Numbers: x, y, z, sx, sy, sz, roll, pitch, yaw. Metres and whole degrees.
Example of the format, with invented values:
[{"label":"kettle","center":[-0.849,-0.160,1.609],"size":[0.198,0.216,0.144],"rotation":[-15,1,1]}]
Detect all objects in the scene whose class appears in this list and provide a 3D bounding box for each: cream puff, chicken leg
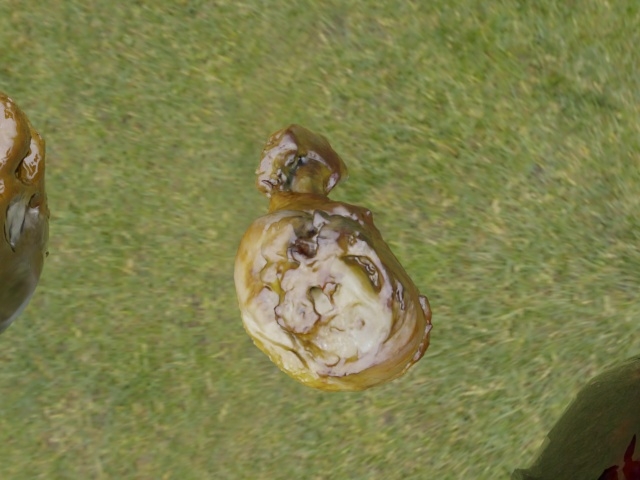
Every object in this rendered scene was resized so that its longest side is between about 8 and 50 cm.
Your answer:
[{"label":"cream puff","center":[-0.298,-0.006,1.064],"size":[0.155,0.269,0.241],"rotation":[27,55,4]},{"label":"chicken leg","center":[-0.003,0.001,0.813],"size":[0.087,0.251,0.107],"rotation":[-39,117,12]}]

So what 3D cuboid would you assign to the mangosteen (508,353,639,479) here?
[{"label":"mangosteen","center":[0.281,0.246,0.846],"size":[0.381,0.381,0.421],"rotation":[15,77,16]}]
